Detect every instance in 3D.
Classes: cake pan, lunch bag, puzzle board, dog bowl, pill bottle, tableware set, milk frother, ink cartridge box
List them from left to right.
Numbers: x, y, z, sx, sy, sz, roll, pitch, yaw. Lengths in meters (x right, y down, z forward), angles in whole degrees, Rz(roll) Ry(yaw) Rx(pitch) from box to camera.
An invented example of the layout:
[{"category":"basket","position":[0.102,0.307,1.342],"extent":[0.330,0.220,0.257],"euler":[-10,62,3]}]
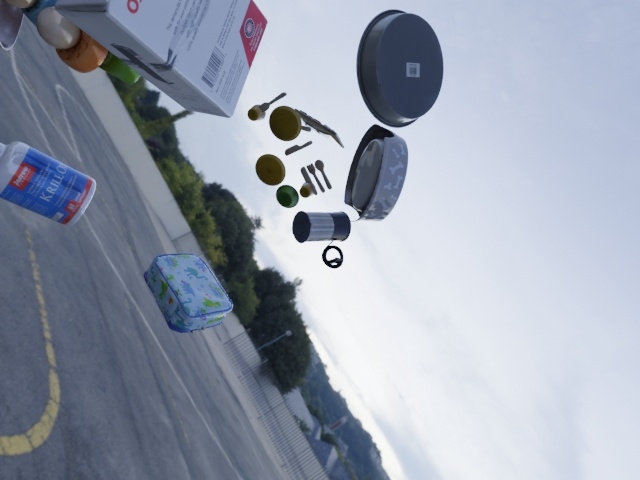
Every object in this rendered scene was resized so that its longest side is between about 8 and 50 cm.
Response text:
[{"category":"pill bottle","position":[-0.611,-0.130,0.897],"extent":[0.222,0.124,0.124],"euler":[31,6,-39]},{"category":"ink cartridge box","position":[-0.221,-0.347,0.656],"extent":[0.114,0.196,0.273],"euler":[16,-6,24]},{"category":"lunch bag","position":[-0.347,0.136,1.133],"extent":[0.219,0.090,0.176],"euler":[50,27,21]},{"category":"tableware set","position":[-0.052,-0.123,0.605],"extent":[0.154,0.104,0.024],"euler":[62,27,-16]},{"category":"puzzle board","position":[0.000,-0.280,1.061],"extent":[0.128,0.011,0.096],"euler":[35,2,17]},{"category":"milk frother","position":[0.000,0.000,1.122],"extent":[0.129,0.135,0.143],"euler":[-36,-117,49]},{"category":"dog bowl","position":[0.189,-0.221,1.478],"extent":[0.349,0.102,0.348],"euler":[-167,-90,-75]},{"category":"cake pan","position":[0.218,-0.442,1.102],"extent":[0.054,0.293,0.293],"euler":[16,-45,52]}]

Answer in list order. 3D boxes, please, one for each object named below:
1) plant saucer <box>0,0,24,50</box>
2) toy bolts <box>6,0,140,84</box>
[{"category":"plant saucer","position":[-0.520,-0.475,0.687],"extent":[0.311,0.050,0.310],"euler":[-27,-121,56]},{"category":"toy bolts","position":[-0.419,-0.409,0.725],"extent":[0.229,0.218,0.158],"euler":[26,7,21]}]
